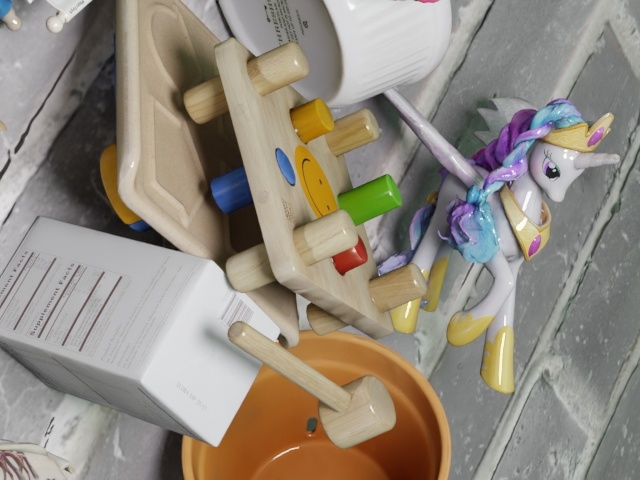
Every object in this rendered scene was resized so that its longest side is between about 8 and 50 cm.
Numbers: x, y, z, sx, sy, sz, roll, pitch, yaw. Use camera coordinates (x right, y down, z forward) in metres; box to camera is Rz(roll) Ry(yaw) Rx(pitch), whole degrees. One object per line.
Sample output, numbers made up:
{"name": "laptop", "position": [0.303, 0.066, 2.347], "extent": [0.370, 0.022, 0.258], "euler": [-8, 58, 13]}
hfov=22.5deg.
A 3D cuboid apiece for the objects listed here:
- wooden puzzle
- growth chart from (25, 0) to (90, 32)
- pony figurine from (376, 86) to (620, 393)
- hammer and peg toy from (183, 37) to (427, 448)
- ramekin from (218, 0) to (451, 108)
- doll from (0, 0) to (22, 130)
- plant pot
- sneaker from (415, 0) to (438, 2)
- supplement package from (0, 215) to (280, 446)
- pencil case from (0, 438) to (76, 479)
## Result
{"name": "wooden puzzle", "position": [-0.131, -0.090, 1.620], "extent": [0.348, 0.081, 0.322], "euler": [49, 28, -48]}
{"name": "growth chart", "position": [-0.280, -0.303, 1.462], "extent": [0.237, 0.021, 0.172], "euler": [47, 57, -20]}
{"name": "pony figurine", "position": [0.193, -0.053, 1.942], "extent": [0.303, 0.351, 0.363], "euler": [8, 116, -35]}
{"name": "hammer and peg toy", "position": [0.000, 0.000, 1.538], "extent": [0.266, 0.127, 0.361], "euler": [35, 35, -60]}
{"name": "ramekin", "position": [0.001, -0.261, 1.687], "extent": [0.127, 0.273, 0.272], "euler": [-36, 126, -26]}
{"name": "doll", "position": [-0.327, -0.191, 1.468], "extent": [0.129, 0.046, 0.189], "euler": [-13, 103, -38]}
{"name": "plant pot", "position": [-0.001, 0.273, 1.809], "extent": [0.291, 0.291, 0.203], "euler": [-55, 160, -26]}
{"name": "sneaker", "position": [-0.046, -0.356, 1.498], "extent": [0.483, 0.185, 0.202], "euler": [12, 51, -15]}
{"name": "supplement package", "position": [-0.189, 0.083, 1.548], "extent": [0.133, 0.244, 0.139], "euler": [-61, 139, -19]}
{"name": "pencil case", "position": [-0.391, 0.201, 1.401], "extent": [0.183, 0.160, 0.410], "euler": [-57, 138, -3]}
